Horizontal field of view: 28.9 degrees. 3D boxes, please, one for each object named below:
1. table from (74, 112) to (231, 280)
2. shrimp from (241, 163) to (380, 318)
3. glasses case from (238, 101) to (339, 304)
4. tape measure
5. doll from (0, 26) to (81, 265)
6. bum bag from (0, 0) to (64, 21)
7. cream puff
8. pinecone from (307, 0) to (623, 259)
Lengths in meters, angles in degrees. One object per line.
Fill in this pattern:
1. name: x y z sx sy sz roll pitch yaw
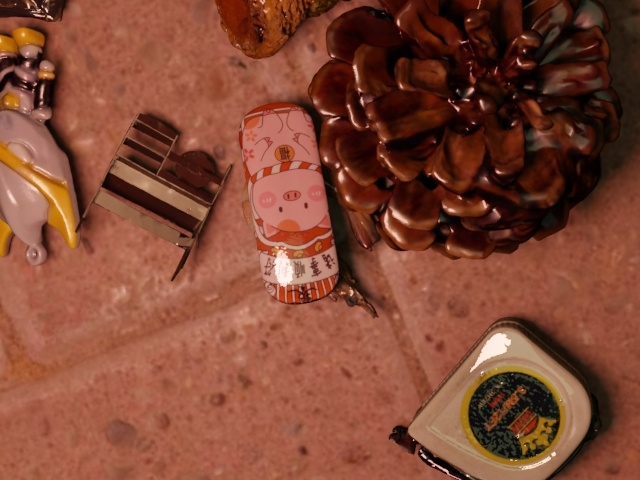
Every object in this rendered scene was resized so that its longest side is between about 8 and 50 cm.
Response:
1. table: -0.221 -0.059 1.659 0.146 0.062 0.175 28 61 -10
2. shrimp: 0.009 -0.014 1.671 0.254 0.059 0.145 38 86 6
3. glasses case: -0.041 -0.049 1.614 0.103 0.067 0.266 -11 80 0
4. tape measure: 0.243 0.238 1.643 0.207 0.115 0.235 39 104 2
5. doll: -0.395 -0.124 1.674 0.146 0.103 0.316 -5 88 9
6. bum bag: -0.459 -0.345 1.679 0.248 0.069 0.102 2 64 7
7. cream puff: -0.042 -0.339 1.616 0.169 0.183 0.183 -19 92 -20
8. pinecone: 0.178 -0.182 1.509 0.398 0.398 0.397 0 94 5
